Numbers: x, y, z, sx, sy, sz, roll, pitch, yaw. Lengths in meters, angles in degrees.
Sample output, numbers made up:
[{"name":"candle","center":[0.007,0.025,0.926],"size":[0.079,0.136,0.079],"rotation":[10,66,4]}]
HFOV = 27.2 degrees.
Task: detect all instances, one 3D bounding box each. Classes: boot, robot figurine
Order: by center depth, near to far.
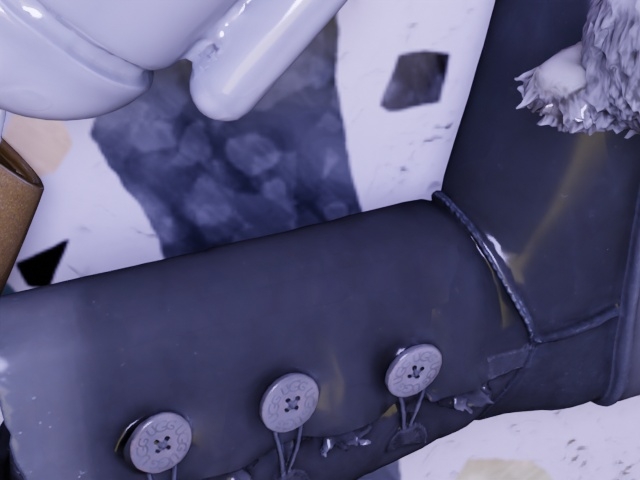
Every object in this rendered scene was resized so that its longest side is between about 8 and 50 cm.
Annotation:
[{"name":"robot figurine","center":[-0.116,-0.208,0.756],"size":[0.353,0.200,0.300],"rotation":[-41,99,14]},{"name":"boot","center":[0.000,0.002,0.818],"size":[0.445,0.146,0.367],"rotation":[-14,115,-14]}]

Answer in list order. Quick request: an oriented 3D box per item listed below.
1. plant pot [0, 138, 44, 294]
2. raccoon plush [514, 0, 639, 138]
[{"name":"plant pot","center":[-0.306,0.021,0.856],"size":[0.237,0.237,0.254],"rotation":[42,91,-18]},{"name":"raccoon plush","center":[0.320,-0.085,0.734],"size":[0.446,0.216,0.299],"rotation":[37,85,-32]}]
